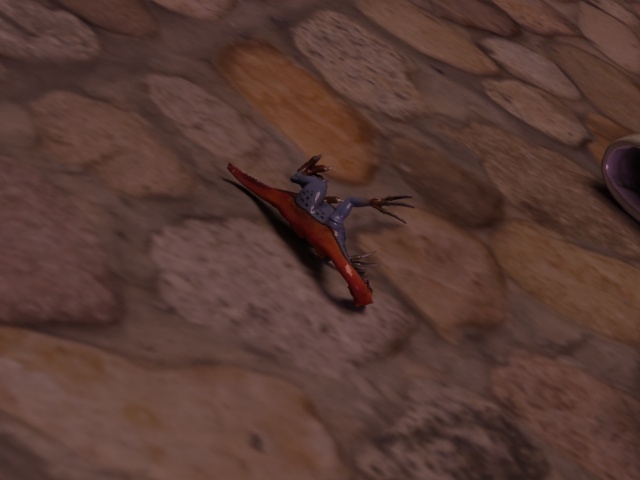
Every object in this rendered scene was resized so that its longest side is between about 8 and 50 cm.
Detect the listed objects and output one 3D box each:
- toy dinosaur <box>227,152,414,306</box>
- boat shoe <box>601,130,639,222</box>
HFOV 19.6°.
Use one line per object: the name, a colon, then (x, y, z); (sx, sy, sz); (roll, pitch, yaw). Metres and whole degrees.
toy dinosaur: (0.000, 0.000, 0.861); (0.090, 0.047, 0.082); (-3, 34, 5)
boat shoe: (0.289, 0.012, 1.095); (0.094, 0.109, 0.302); (-15, 32, -32)
